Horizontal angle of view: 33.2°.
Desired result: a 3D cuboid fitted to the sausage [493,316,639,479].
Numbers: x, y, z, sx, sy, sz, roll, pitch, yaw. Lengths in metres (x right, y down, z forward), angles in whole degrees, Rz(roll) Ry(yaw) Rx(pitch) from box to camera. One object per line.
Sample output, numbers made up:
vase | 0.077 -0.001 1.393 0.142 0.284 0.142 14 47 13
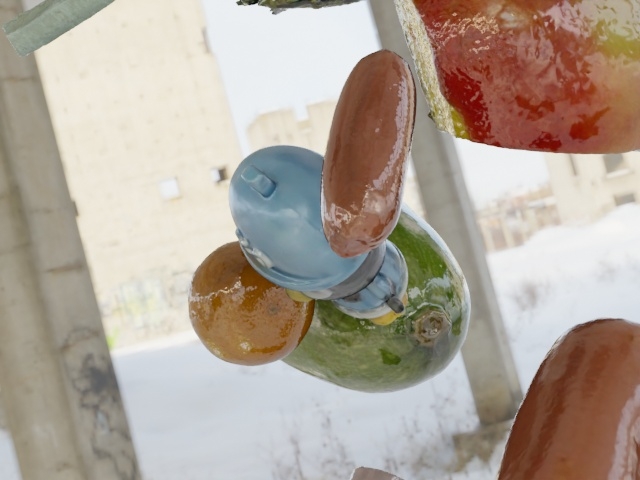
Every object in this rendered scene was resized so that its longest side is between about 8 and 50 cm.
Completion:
sausage | 0.201 0.152 0.819 0.114 0.113 0.259 -17 24 36

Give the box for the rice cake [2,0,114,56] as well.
rice cake | -0.232 -0.213 0.983 0.171 0.029 0.033 -19 -43 35

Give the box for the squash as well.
squash | 0.087 0.091 1.464 0.310 0.310 0.309 -13 29 -32

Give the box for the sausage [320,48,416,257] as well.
sausage | 0.039 -0.074 0.886 0.077 0.194 0.077 7 -31 4

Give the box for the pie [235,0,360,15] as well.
pie | -0.008 -0.477 1.937 0.297 0.078 0.371 -7 25 -1

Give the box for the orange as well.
orange | -0.083 0.072 1.283 0.156 0.156 0.124 -13 15 -25

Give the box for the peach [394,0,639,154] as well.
peach | 0.273 -0.267 1.409 0.381 0.306 0.242 8 3 -4

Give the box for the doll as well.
doll | 0.000 0.000 1.151 0.141 0.177 0.314 -48 -38 -3

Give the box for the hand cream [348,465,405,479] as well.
hand cream | 0.039 0.386 1.209 0.133 0.247 0.083 36 -31 -21
